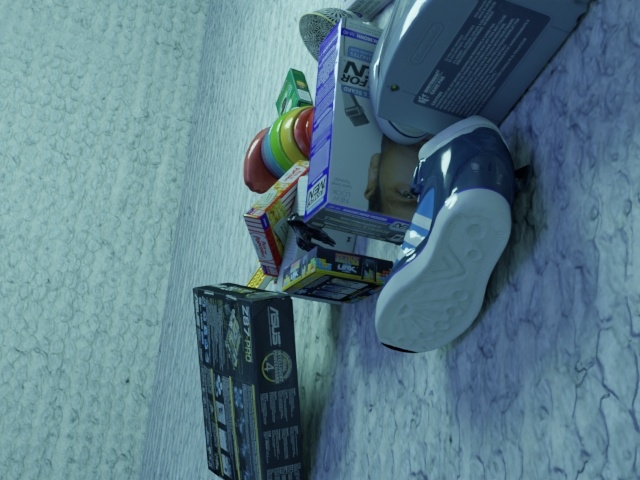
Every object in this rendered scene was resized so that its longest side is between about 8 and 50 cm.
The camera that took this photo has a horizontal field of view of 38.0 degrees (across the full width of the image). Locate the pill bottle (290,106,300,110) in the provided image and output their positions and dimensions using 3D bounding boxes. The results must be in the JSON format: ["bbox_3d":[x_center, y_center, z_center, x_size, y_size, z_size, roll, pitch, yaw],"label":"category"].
[{"bbox_3d":[-0.067,-0.228,2.159,0.087,0.087,0.160,-96,26,-44],"label":"pill bottle"}]

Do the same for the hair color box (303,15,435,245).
[{"bbox_3d":[0.087,-0.177,1.514,0.110,0.185,0.339,143,136,-61],"label":"hair color box"}]

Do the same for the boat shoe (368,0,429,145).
[{"bbox_3d":[0.185,-0.331,1.440,0.156,0.136,0.367,-24,46,64],"label":"boat shoe"}]

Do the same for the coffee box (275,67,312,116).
[{"bbox_3d":[-0.066,-0.339,2.302,0.184,0.040,0.113,-106,34,-55],"label":"coffee box"}]

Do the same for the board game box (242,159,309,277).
[{"bbox_3d":[-0.062,-0.044,1.822,0.193,0.045,0.147,-49,-44,-37],"label":"board game box"}]

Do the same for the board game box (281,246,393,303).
[{"bbox_3d":[0.026,0.062,1.609,0.170,0.141,0.048,146,133,-64],"label":"board game box"}]

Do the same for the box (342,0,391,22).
[{"bbox_3d":[0.130,-0.513,1.797,0.324,0.063,0.067,161,121,-69],"label":"box"}]

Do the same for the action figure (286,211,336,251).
[{"bbox_3d":[0.056,-0.098,1.647,0.276,0.141,0.164,-56,1,-23],"label":"action figure"}]

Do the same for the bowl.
[{"bbox_3d":[0.043,-0.419,1.910,0.080,0.170,0.170,-45,9,-20],"label":"bowl"}]

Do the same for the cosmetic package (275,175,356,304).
[{"bbox_3d":[0.000,0.000,1.768,0.085,0.117,0.231,-174,95,-70],"label":"cosmetic package"}]

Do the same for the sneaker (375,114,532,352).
[{"bbox_3d":[0.172,-0.020,1.290,0.236,0.130,0.323,-82,12,-45],"label":"sneaker"}]

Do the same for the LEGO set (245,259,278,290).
[{"bbox_3d":[-0.115,0.147,2.102,0.132,0.107,0.287,-10,59,33],"label":"LEGO set"}]

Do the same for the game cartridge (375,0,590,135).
[{"bbox_3d":[0.196,-0.254,1.225,0.294,0.196,0.060,124,151,-47],"label":"game cartridge"}]

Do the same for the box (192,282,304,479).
[{"bbox_3d":[-0.147,0.290,1.822,0.318,0.097,0.395,-177,82,-65],"label":"box"}]

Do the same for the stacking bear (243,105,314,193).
[{"bbox_3d":[-0.018,-0.202,1.913,0.289,0.175,0.164,-22,64,57],"label":"stacking bear"}]
